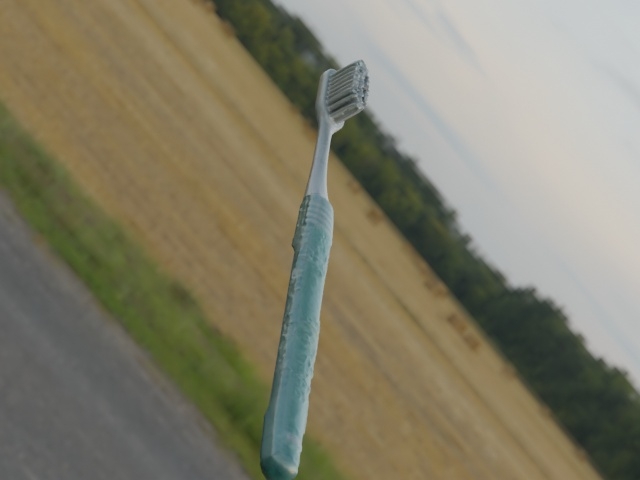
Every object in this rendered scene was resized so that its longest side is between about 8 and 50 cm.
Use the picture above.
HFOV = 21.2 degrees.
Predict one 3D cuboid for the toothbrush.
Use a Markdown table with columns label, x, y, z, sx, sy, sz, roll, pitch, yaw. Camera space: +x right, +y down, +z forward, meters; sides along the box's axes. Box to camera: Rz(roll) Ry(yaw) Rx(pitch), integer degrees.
| label | x | y | z | sx | sy | sz | roll | pitch | yaw |
| --- | --- | --- | --- | --- | --- | --- | --- | --- | --- |
| toothbrush | 0.000 | 0.000 | 0.438 | 0.011 | 0.014 | 0.167 | 48 | 28 | -26 |
